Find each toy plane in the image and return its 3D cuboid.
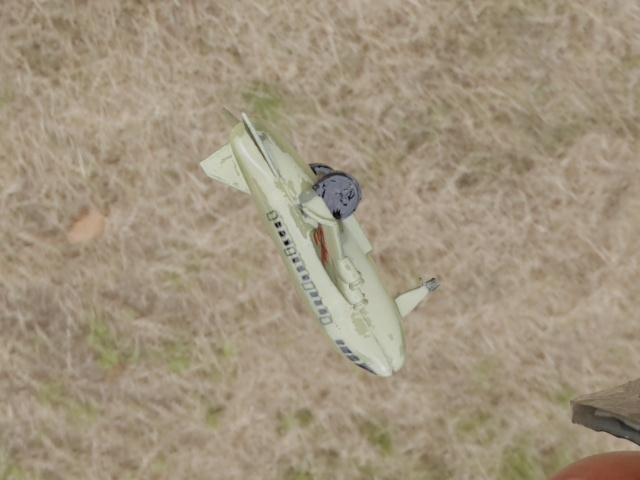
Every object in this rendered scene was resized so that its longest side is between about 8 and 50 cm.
[{"bbox_3d":[0.000,0.000,0.967,0.104,0.242,0.256,-43,105,-6],"label":"toy plane"}]

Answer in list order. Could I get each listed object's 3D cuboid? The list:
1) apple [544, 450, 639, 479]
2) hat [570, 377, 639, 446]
[{"bbox_3d":[0.375,0.431,1.365,0.364,0.364,0.364,-11,127,-15],"label":"apple"},{"bbox_3d":[0.441,0.160,1.163,0.257,0.366,0.382,-56,147,4],"label":"hat"}]
